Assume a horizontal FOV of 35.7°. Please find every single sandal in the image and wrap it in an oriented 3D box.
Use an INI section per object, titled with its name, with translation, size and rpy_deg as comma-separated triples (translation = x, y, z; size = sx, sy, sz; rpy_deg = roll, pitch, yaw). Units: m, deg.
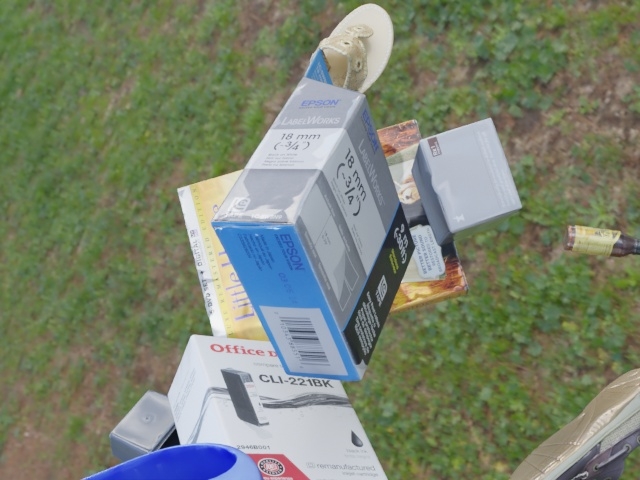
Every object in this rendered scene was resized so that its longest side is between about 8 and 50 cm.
[sandal]
translation = 0.022, -0.221, 1.298
size = 0.240, 0.088, 0.079
rpy_deg = -54, -5, -8

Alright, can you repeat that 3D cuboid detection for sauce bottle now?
[sauce bottle]
translation = 0.427, 0.004, 1.473
size = 0.042, 0.128, 0.042
rpy_deg = 7, -90, -88

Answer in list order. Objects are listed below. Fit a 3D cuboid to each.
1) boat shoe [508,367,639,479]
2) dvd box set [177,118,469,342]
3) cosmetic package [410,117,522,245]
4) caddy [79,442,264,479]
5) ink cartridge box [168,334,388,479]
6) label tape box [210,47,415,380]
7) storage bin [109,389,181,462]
[boat shoe]
translation = 0.370, 0.288, 1.342
size = 0.285, 0.092, 0.103
rpy_deg = -38, 3, -15
[dvd box set]
translation = 0.000, 0.000, 1.643
size = 0.420, 0.062, 0.308
rpy_deg = -15, 76, 2
[cosmetic package]
translation = 0.188, -0.071, 1.322
size = 0.238, 0.107, 0.127
rpy_deg = 96, 156, -86
[caddy]
translation = -0.185, 0.272, 0.736
size = 0.341, 0.179, 0.241
rpy_deg = -22, 16, 6
[ink cartridge box]
translation = -0.057, 0.247, 1.214
size = 0.114, 0.197, 0.273
rpy_deg = -66, 31, 27
[label tape box]
translation = 0.022, -0.042, 1.163
size = 0.105, 0.241, 0.334
rpy_deg = 0, 43, 27
[storage bin]
translation = -0.253, 0.298, 1.517
size = 0.091, 0.098, 0.135
rpy_deg = 21, 44, 20
